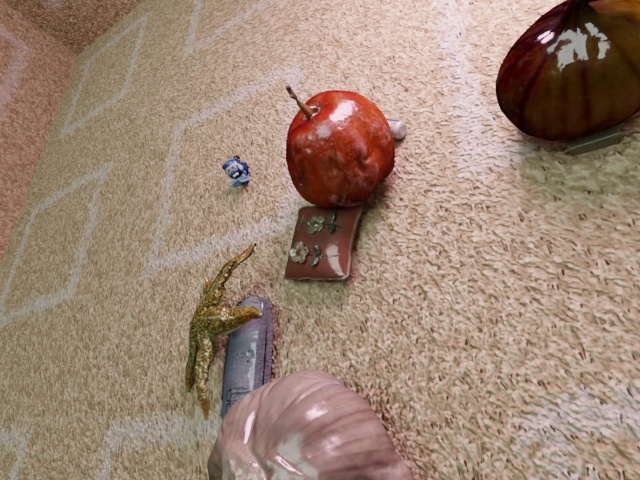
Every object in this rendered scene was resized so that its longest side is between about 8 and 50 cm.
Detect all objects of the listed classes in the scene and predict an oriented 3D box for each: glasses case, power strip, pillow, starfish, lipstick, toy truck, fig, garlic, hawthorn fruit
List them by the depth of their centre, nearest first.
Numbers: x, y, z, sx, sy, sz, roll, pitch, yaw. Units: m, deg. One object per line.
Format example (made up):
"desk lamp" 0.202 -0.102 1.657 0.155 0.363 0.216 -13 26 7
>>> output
"garlic" -0.028 0.343 0.603 0.317 0.259 0.318 -16 63 33
"fig" 0.401 -0.278 0.644 0.235 0.214 0.235 -42 36 42
"power strip" 0.443 -0.159 0.664 0.083 0.027 0.017 -15 59 30
"hawthorn fruit" 0.019 -0.206 0.826 0.241 0.272 0.242 -22 39 20
"glasses case" -0.153 0.254 0.858 0.109 0.067 0.283 -19 59 35
"pillow" 0.000 0.000 0.869 0.171 0.075 0.179 -1 65 34
"starfish" -0.233 0.191 0.887 0.347 0.078 0.358 -33 46 39
"lipstick" 0.130 -0.259 0.928 0.141 0.040 0.040 21 81 41
"toy truck" -0.229 -0.181 1.122 0.056 0.073 0.090 -32 52 19
